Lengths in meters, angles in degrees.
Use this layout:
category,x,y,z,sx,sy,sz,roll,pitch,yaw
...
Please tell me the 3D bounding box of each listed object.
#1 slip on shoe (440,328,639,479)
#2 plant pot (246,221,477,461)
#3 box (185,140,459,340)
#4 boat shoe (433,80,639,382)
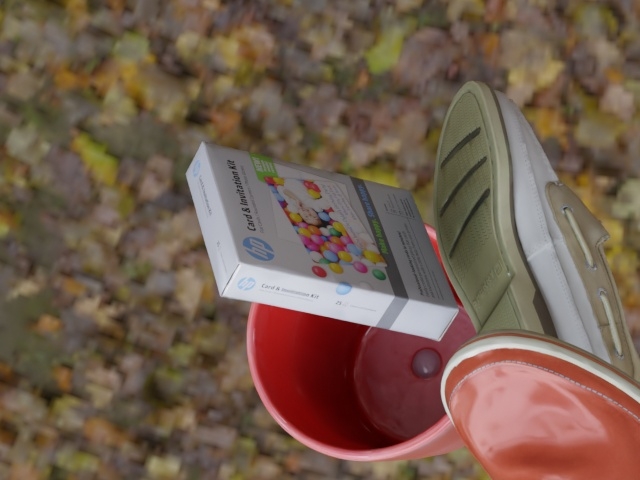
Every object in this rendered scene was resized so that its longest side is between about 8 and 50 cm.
category,x,y,z,sx,sy,sz,roll,pitch,yaw
slip on shoe,0.187,0.187,1.153,0.331,0.101,0.123,51,127,12
plant pot,0.087,0.123,2.166,0.275,0.275,0.243,-8,164,19
box,0.000,0.000,1.484,0.186,0.145,0.038,12,126,-25
boat shoe,0.166,0.012,1.534,0.103,0.302,0.113,5,147,-23
